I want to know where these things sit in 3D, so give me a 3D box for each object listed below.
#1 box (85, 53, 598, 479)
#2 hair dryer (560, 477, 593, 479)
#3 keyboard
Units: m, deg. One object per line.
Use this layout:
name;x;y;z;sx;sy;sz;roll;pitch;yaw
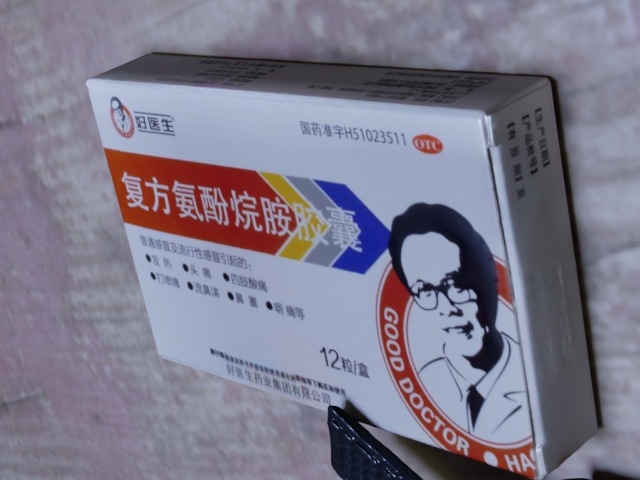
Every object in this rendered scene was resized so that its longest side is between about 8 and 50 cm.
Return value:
box;0.000;0.000;0.823;0.353;0.069;0.214;10;120;44
hair dryer;0.198;0.254;0.758;0.128;0.070;0.255;14;127;45
keyboard;0.092;0.194;0.782;0.250;0.017;0.087;39;153;27
